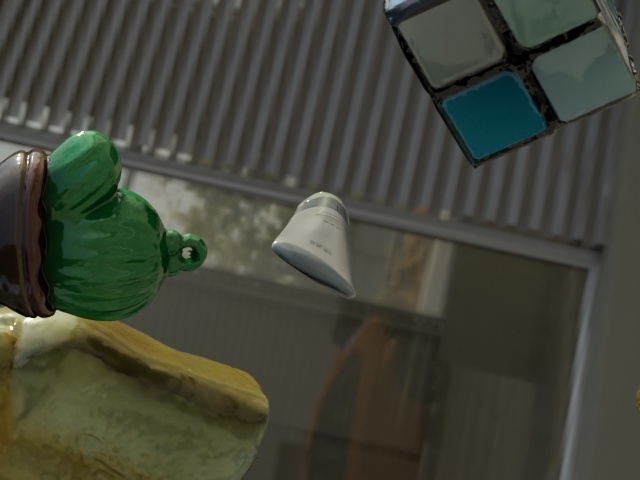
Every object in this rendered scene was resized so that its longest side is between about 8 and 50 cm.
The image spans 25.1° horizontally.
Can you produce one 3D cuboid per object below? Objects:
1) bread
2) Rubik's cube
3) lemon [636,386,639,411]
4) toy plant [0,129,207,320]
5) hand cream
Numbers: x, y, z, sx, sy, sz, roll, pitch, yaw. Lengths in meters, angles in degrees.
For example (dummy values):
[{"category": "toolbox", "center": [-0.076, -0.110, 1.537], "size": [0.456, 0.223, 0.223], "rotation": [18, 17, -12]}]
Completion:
[{"category": "bread", "center": [-0.263, 0.200, 1.388], "size": [0.300, 0.341, 0.210], "rotation": [-63, 27, 7]}, {"category": "Rubik's cube", "center": [0.168, -0.204, 1.277], "size": [0.180, 0.167, 0.183], "rotation": [55, -156, -32]}, {"category": "lemon", "center": [0.353, 0.105, 1.127], "size": [0.170, 0.207, 0.170], "rotation": [60, -176, -7]}, {"category": "toy plant", "center": [-0.180, -0.009, 1.009], "size": [0.105, 0.200, 0.143], "rotation": [-120, 28, -66]}, {"category": "hand cream", "center": [0.000, 0.000, 1.274], "size": [0.048, 0.079, 0.255], "rotation": [-62, 3, 12]}]
